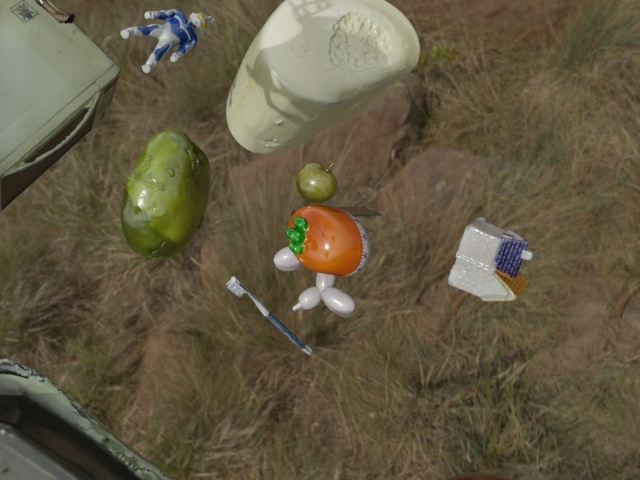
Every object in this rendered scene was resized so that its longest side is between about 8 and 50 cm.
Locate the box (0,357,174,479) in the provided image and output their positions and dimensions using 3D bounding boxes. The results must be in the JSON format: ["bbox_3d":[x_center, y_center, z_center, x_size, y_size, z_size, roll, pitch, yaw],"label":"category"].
[{"bbox_3d":[-0.252,0.244,0.431,0.290,0.220,0.166,-48,19,-17],"label":"box"}]

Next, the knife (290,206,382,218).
[{"bbox_3d":[0.024,-0.060,1.354,0.072,0.245,0.019,25,111,46],"label":"knife"}]

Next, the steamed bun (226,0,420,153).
[{"bbox_3d":[-0.018,-0.435,1.563,0.456,0.371,0.289,-30,90,-31],"label":"steamed bun"}]

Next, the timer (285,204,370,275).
[{"bbox_3d":[0.000,0.000,0.936,0.136,0.136,0.099,24,110,32],"label":"timer"}]

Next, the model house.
[{"bbox_3d":[0.252,0.029,0.889,0.100,0.100,0.088,23,23,26],"label":"model house"}]

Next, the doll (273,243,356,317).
[{"bbox_3d":[-0.005,0.051,1.103,0.160,0.059,0.160,8,72,9],"label":"doll"}]

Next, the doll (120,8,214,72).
[{"bbox_3d":[-0.308,-0.442,1.310,0.057,0.114,0.227,-19,20,47],"label":"doll"}]

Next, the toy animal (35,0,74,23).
[{"bbox_3d":[-0.352,-0.435,0.772,0.243,0.260,0.087,-35,4,30],"label":"toy animal"}]

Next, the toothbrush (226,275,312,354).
[{"bbox_3d":[-0.103,0.169,1.329,0.026,0.288,0.024,-42,35,1],"label":"toothbrush"}]

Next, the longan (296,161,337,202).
[{"bbox_3d":[-0.004,-0.105,1.077,0.083,0.075,0.075,-51,50,18],"label":"longan"}]

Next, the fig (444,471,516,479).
[{"bbox_3d":[0.160,0.364,0.649,0.214,0.235,0.235,-19,45,48],"label":"fig"}]

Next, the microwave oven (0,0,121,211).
[{"bbox_3d":[-0.672,-0.292,1.310,0.247,0.333,0.394,-24,26,56],"label":"microwave oven"}]

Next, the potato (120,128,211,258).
[{"bbox_3d":[-0.292,-0.090,1.191,0.149,0.186,0.253,9,88,-3],"label":"potato"}]
